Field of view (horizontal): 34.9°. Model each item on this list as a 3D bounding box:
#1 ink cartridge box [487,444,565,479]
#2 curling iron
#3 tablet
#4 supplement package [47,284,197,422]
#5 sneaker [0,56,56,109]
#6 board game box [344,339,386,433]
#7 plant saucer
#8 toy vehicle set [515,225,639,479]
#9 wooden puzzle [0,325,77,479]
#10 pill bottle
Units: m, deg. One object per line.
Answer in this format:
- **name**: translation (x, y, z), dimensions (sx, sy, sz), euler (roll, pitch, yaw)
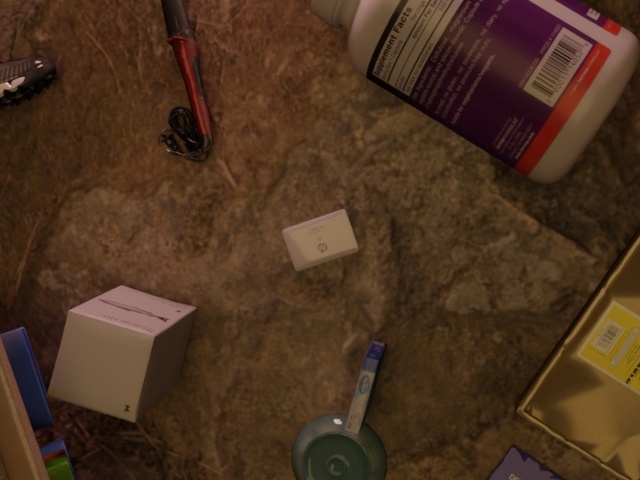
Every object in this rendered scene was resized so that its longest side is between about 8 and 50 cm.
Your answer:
- **ink cartridge box**: translation (0.261, 0.453, 1.191), dimensions (0.303, 0.072, 0.307), euler (34, 103, 6)
- **curling iron**: translation (-0.175, -0.226, 1.210), dimensions (0.068, 0.035, 0.274), euler (-7, 95, 11)
- **tablet**: translation (0.000, 0.000, 1.218), dimensions (0.083, 0.006, 0.054), euler (-19, 93, 13)
- **supplement package**: translation (-0.225, 0.127, 1.184), dimensions (0.105, 0.179, 0.105), euler (17, 98, 5)
- **sneaker**: translation (-0.438, -0.202, 1.242), dimensions (0.234, 0.078, 0.106), euler (-15, 96, 14)
- **board game box**: translation (0.054, 0.169, 1.184), dimensions (0.020, 0.090, 0.090), euler (17, 100, 7)
- **plant saucer**: translation (0.021, 0.272, 1.238), dimensions (0.119, 0.021, 0.119), euler (1, 96, 11)
- **toy vehicle set**: translation (0.363, 0.130, 1.148), dimensions (0.166, 0.035, 0.267), euler (34, 102, 5)
- **wooden puzzle**: translation (-0.337, 0.222, 1.176), dimensions (0.080, 0.348, 0.322), euler (-20, 93, -21)
- **pill bottle**: translation (0.157, -0.211, 1.074), dimensions (0.323, 0.181, 0.181), euler (33, 101, 6)
